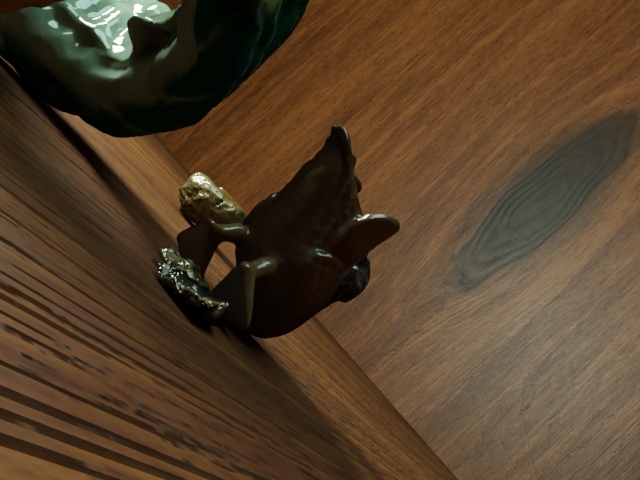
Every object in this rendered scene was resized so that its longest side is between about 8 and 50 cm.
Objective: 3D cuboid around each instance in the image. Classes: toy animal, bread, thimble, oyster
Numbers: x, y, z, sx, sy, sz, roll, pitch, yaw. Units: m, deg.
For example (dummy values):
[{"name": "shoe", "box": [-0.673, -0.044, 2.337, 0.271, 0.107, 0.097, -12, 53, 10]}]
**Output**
[{"name": "toy animal", "box": [0.000, 0.000, 0.534, 0.179, 0.188, 0.089, -3, 45, -47]}, {"name": "bread", "box": [-0.136, -0.036, 0.950, 0.082, 0.060, 0.113, 46, -1, 16]}, {"name": "thimble", "box": [-0.131, -0.227, 0.542, 0.254, 0.167, 0.288, 37, -46, -6]}, {"name": "oyster", "box": [-0.072, 0.027, 0.434, 0.054, 0.019, 0.083, 49, -3, -19]}]

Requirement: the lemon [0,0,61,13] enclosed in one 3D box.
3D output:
[{"name": "lemon", "box": [-0.188, -0.192, 0.387, 0.142, 0.142, 0.187, 46, -2, 33]}]
